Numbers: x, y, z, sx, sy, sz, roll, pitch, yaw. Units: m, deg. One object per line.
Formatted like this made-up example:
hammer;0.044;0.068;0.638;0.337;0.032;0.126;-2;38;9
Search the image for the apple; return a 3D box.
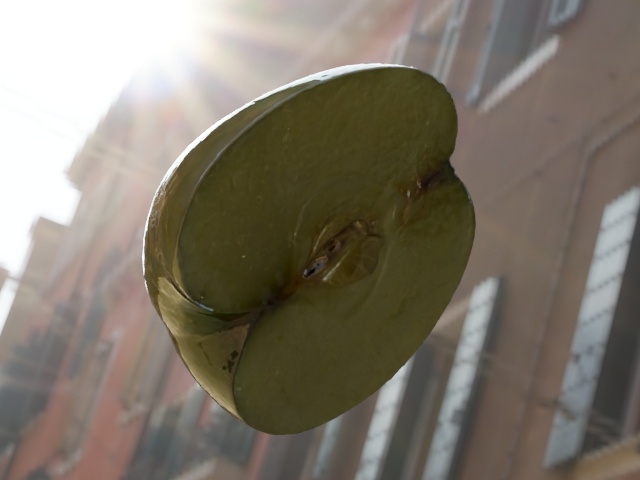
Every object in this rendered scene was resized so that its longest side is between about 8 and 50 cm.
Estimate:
apple;0.000;0.000;1.867;0.311;0.360;0.320;50;-24;5
